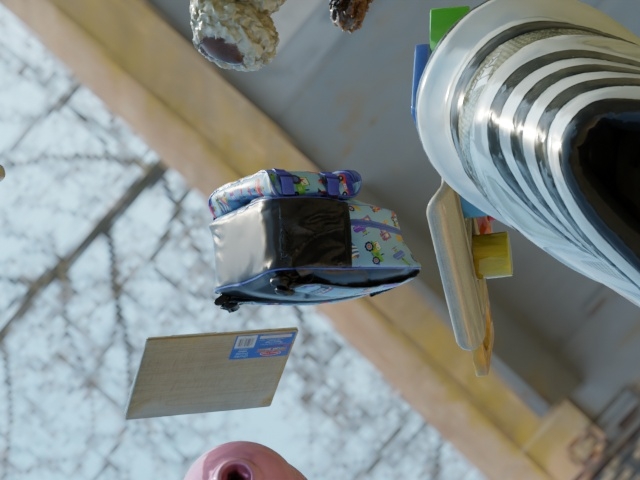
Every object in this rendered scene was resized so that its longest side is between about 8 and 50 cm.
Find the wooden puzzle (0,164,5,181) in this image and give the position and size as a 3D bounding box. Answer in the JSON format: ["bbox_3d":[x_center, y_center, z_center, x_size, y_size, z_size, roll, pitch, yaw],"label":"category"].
[{"bbox_3d":[-0.459,0.012,1.458,0.080,0.322,0.348,55,-171,20],"label":"wooden puzzle"}]

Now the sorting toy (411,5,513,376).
[{"bbox_3d":[0.131,-0.036,1.406,0.348,0.047,0.196,73,-160,-44],"label":"sorting toy"}]

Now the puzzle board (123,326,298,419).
[{"bbox_3d":[-0.088,0.105,1.375,0.128,0.096,0.011,-3,-134,-25],"label":"puzzle board"}]

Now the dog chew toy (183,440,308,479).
[{"bbox_3d":[-0.081,0.330,1.896,0.206,0.206,0.332,46,160,24],"label":"dog chew toy"}]

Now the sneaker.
[{"bbox_3d":[0.268,0.036,0.898,0.447,0.169,0.257,25,-168,-21],"label":"sneaker"}]

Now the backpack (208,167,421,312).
[{"bbox_3d":[0.000,0.000,1.578,0.173,0.117,0.158,-1,171,-28],"label":"backpack"}]

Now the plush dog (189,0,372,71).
[{"bbox_3d":[-0.039,-0.345,1.930,0.211,0.225,0.262,-86,-10,-55],"label":"plush dog"}]
